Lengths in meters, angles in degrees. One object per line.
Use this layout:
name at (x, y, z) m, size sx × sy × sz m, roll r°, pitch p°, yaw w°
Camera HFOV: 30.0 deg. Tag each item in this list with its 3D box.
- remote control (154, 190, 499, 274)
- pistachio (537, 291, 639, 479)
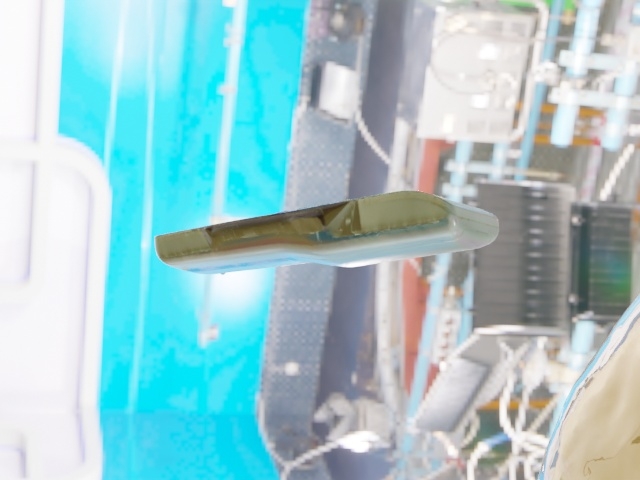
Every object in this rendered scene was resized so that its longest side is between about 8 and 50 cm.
remote control at (0.000, 0.000, 0.589) m, size 0.065 × 0.166 × 0.029 m, roll 9°, pitch 74°, yaw -60°
pistachio at (0.253, 0.102, 0.633) m, size 0.229 × 0.238 × 0.321 m, roll 49°, pitch -42°, yaw 6°
